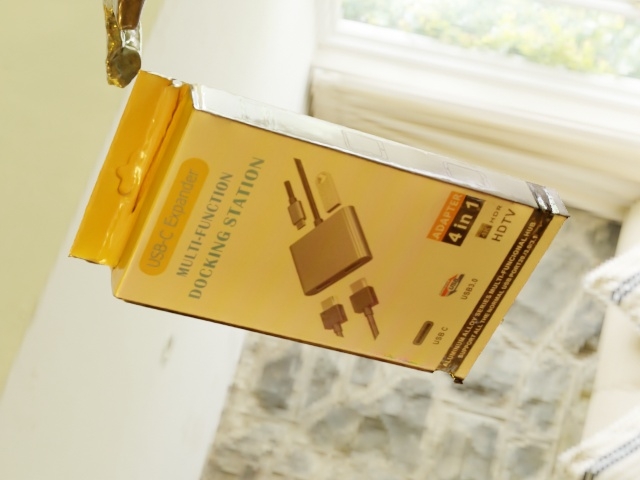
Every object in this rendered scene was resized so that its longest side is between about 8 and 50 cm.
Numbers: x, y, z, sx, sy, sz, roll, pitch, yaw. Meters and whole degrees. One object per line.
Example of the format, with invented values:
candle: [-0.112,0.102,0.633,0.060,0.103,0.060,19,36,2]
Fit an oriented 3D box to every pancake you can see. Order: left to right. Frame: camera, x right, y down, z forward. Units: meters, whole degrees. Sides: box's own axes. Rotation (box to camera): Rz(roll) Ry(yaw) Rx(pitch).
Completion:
pancake: [-0.120,-0.207,0.762,0.235,0.029,0.212,156,116,-80]

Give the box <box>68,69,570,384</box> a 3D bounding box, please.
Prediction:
box: [0.000,0.000,0.665,0.033,0.247,0.129,-105,35,-52]
